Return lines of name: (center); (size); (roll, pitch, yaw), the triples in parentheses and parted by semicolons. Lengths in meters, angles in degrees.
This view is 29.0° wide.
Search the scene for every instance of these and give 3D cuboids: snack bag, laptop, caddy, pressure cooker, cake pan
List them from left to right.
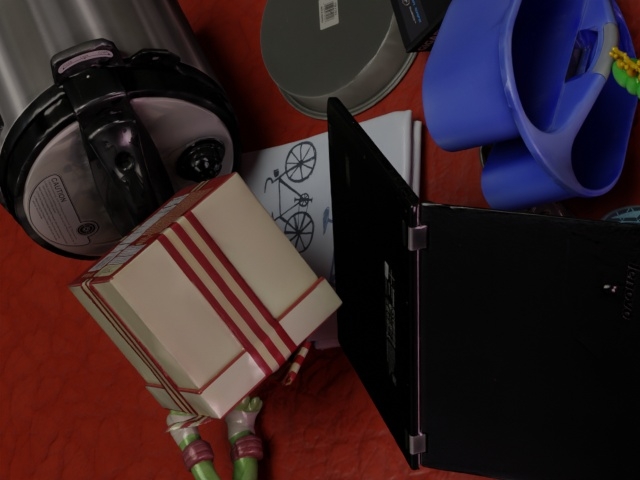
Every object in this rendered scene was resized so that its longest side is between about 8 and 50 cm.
pressure cooker: (-0.318, -0.178, 1.839); (0.375, 0.370, 0.420); (-49, 50, 27)
snack bag: (0.000, 0.000, 1.771); (0.343, 0.037, 0.323); (-11, 71, 39)
cake pan: (0.024, -0.325, 1.824); (0.293, 0.054, 0.293); (-11, 71, 36)
laptop: (0.188, 0.065, 1.439); (0.408, 0.236, 0.382); (-123, 24, -51)
caddy: (0.266, -0.193, 1.444); (0.179, 0.241, 0.341); (-18, 37, 40)

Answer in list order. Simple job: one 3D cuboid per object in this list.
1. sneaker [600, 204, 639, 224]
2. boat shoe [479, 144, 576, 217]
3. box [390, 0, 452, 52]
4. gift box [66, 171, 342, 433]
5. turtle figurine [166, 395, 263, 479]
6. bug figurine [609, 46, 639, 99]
sneaker: (0.414, 0.008, 1.379); (0.262, 0.125, 0.104); (18, 90, 40)
boat shoe: (0.260, -0.037, 1.547); (0.080, 0.073, 0.223); (-42, 56, 24)
box: (0.168, -0.442, 1.622); (0.293, 0.073, 0.295); (-38, 62, 59)
gift box: (-0.163, 0.098, 1.619); (0.276, 0.258, 0.255); (-42, 13, -17)
turtle figurine: (-0.109, 0.322, 1.667); (0.198, 0.274, 0.266); (-21, 56, 3)
bug figurine: (0.437, -0.149, 1.343); (0.216, 0.279, 0.072); (49, 142, 32)
